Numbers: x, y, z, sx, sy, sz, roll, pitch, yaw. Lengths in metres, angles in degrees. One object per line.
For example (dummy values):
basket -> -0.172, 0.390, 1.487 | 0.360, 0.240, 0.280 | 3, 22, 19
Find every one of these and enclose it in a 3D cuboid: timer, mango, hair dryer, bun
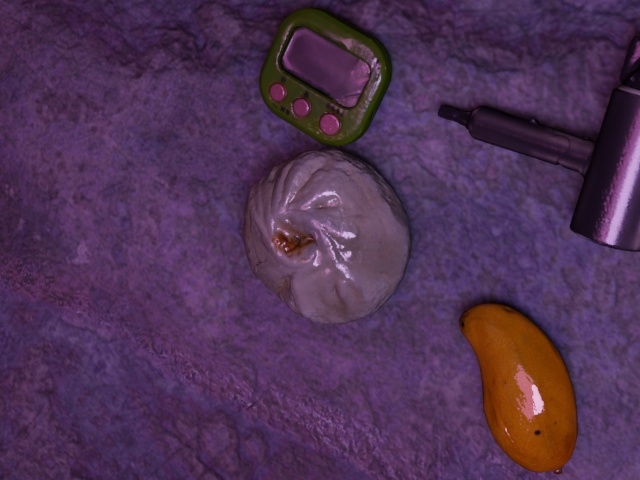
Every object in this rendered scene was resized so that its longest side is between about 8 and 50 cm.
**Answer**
timer -> 0.006, -0.178, 1.156 | 0.140, 0.047, 0.128 | 33, 113, 17
mango -> 0.210, 0.151, 1.099 | 0.098, 0.075, 0.190 | -23, 82, 22
hair dryer -> 0.231, -0.119, 1.049 | 0.248, 0.078, 0.195 | 21, 106, 27
bun -> 0.000, 0.000, 1.152 | 0.195, 0.118, 0.195 | 5, 102, 22
